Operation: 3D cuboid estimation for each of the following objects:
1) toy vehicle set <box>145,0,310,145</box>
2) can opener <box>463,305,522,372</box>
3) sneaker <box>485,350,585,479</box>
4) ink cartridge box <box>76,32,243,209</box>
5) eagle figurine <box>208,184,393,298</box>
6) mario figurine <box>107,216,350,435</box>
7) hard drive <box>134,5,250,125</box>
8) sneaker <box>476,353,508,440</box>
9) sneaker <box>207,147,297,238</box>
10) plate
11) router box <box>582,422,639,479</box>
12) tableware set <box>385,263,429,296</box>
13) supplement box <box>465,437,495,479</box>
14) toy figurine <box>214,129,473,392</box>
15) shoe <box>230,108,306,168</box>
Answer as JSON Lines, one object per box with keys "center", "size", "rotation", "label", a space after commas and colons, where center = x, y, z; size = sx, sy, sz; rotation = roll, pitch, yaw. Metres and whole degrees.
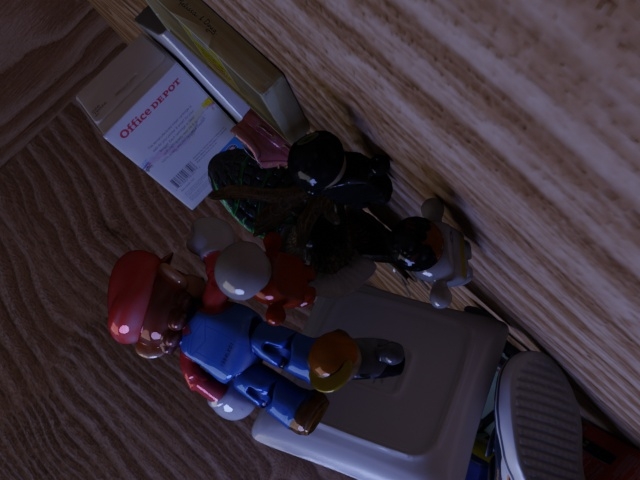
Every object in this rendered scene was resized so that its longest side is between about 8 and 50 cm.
{"center": [-0.131, -0.244, 0.840], "size": [0.267, 0.035, 0.166], "rotation": [44, 178, 14], "label": "toy vehicle set"}
{"center": [0.270, 0.171, 0.944], "size": [0.186, 0.059, 0.073], "rotation": [44, 178, 35], "label": "can opener"}
{"center": [0.277, 0.302, 0.870], "size": [0.127, 0.126, 0.321], "rotation": [-11, 95, 64], "label": "sneaker"}
{"center": [-0.273, -0.210, 1.164], "size": [0.168, 0.171, 0.233], "rotation": [43, 178, 42], "label": "ink cartridge box"}
{"center": [0.004, -0.010, 0.940], "size": [0.226, 0.225, 0.298], "rotation": [29, 163, 17], "label": "eagle figurine"}
{"center": [-0.117, 0.101, 0.822], "size": [0.320, 0.198, 0.170], "rotation": [27, 159, 12], "label": "mario figurine"}
{"center": [-0.172, -0.262, 1.177], "size": [0.353, 0.047, 0.233], "rotation": [45, 178, -34], "label": "hard drive"}
{"center": [0.258, 0.228, 1.065], "size": [0.094, 0.151, 0.256], "rotation": [44, 180, -30], "label": "sneaker"}
{"center": [-0.081, -0.048, 1.185], "size": [0.146, 0.134, 0.343], "rotation": [13, 161, 46], "label": "sneaker"}
{"center": [0.081, 0.175, 0.866], "size": [0.278, 0.277, 0.045], "rotation": [14, 146, 21], "label": "plate"}
{"center": [0.509, 0.419, 0.883], "size": [0.335, 0.082, 0.301], "rotation": [45, 178, 5], "label": "router box"}
{"center": [0.128, 0.034, 1.313], "size": [0.194, 0.039, 0.128], "rotation": [46, 178, -38], "label": "tableware set"}
{"center": [0.277, 0.426, 1.099], "size": [0.356, 0.194, 0.195], "rotation": [17, -179, -37], "label": "supplement box"}
{"center": [0.024, 0.023, 0.645], "size": [0.209, 0.213, 0.148], "rotation": [44, -168, 30], "label": "toy figurine"}
{"center": [-0.055, -0.132, 0.979], "size": [0.178, 0.081, 0.063], "rotation": [46, 178, -37], "label": "shoe"}
